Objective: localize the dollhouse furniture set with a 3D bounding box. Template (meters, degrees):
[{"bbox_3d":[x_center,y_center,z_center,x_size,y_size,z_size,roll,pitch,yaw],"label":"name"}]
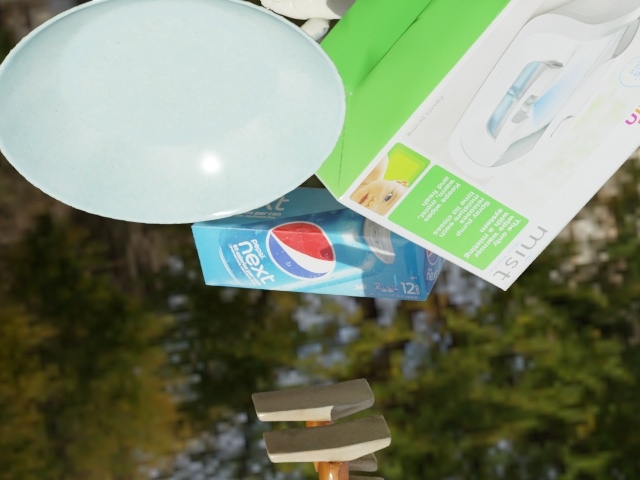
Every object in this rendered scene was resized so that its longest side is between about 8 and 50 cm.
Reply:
[{"bbox_3d":[-0.009,0.269,1.381,0.135,0.262,0.259,-5,-160,-7],"label":"dollhouse furniture set"}]

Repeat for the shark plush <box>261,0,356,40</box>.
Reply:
[{"bbox_3d":[0.028,-0.220,1.545,0.161,0.073,0.067,-20,-166,2],"label":"shark plush"}]

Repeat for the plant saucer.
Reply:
[{"bbox_3d":[-0.084,-0.081,1.025,0.195,0.037,0.195,-3,143,-2],"label":"plant saucer"}]

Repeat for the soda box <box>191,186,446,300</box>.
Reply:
[{"bbox_3d":[0.000,0.000,1.622,0.210,0.067,0.071,3,-144,23],"label":"soda box"}]

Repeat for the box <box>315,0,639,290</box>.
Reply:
[{"bbox_3d":[0.133,-0.123,1.406,0.231,0.262,0.127,28,-162,-47],"label":"box"}]
